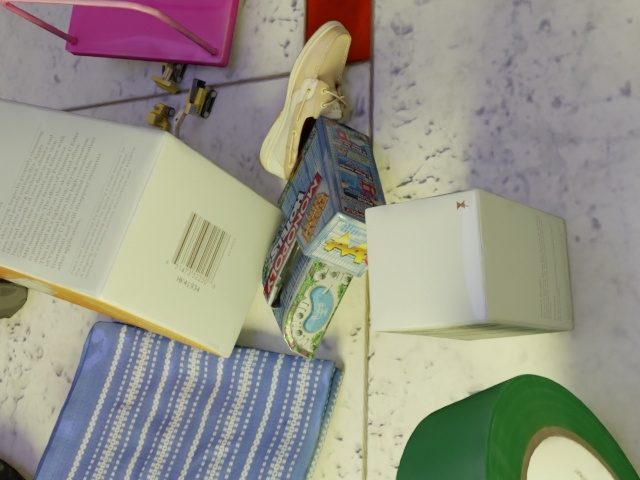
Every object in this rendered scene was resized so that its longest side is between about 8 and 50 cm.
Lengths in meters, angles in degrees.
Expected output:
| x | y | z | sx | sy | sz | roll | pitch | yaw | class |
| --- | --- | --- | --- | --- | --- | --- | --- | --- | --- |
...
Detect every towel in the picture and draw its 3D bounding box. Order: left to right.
| x | y | z | sx | sy | sz | roll | pitch | yaw | class |
| --- | --- | --- | --- | --- | --- | --- | --- | --- | --- |
| -0.153 | 0.210 | 1.122 | 0.336 | 0.040 | 0.243 | 6 | 67 | 35 | towel |

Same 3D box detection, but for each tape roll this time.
| x | y | z | sx | sy | sz | roll | pitch | yaw | class |
| --- | --- | --- | --- | --- | --- | --- | --- | --- | --- |
| 0.174 | 0.256 | 0.767 | 0.077 | 0.321 | 0.321 | -29 | 68 | 27 | tape roll |

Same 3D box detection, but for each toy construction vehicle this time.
| x | y | z | sx | sy | sz | roll | pitch | yaw | class |
| --- | --- | --- | --- | --- | --- | --- | --- | --- | --- |
| -0.165 | -0.159 | 1.228 | 0.086 | 0.035 | 0.098 | 29 | 100 | 34 | toy construction vehicle |

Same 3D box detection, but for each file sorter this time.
| x | y | z | sx | sy | sz | roll | pitch | yaw | class |
| --- | --- | --- | --- | --- | --- | --- | --- | --- | --- |
| -0.200 | -0.356 | 1.159 | 0.202 | 0.182 | 0.290 | 8 | 85 | 20 | file sorter |

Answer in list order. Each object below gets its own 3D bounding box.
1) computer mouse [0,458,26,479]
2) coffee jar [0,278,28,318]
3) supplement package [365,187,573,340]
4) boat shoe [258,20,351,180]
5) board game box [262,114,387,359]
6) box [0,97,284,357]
| x | y | z | sx | sy | sz | roll | pitch | yaw | class |
| --- | --- | --- | --- | --- | --- | --- | --- | --- | --- |
| -0.393 | 0.313 | 1.303 | 0.272 | 0.072 | 0.188 | 29 | 102 | 46 | computer mouse |
| -0.434 | 0.013 | 1.350 | 0.079 | 0.096 | 0.184 | -42 | 63 | 25 | coffee jar |
| 0.128 | 0.026 | 0.915 | 0.105 | 0.179 | 0.105 | -8 | 78 | 33 | supplement package |
| -0.002 | -0.135 | 1.103 | 0.059 | 0.063 | 0.170 | 35 | 112 | 30 | boat shoe |
| 0.000 | 0.000 | 1.012 | 0.194 | 0.060 | 0.194 | -64 | 17 | 12 | board game box |
| -0.250 | -0.023 | 1.141 | 0.345 | 0.215 | 0.168 | 14 | 79 | 35 | box |
